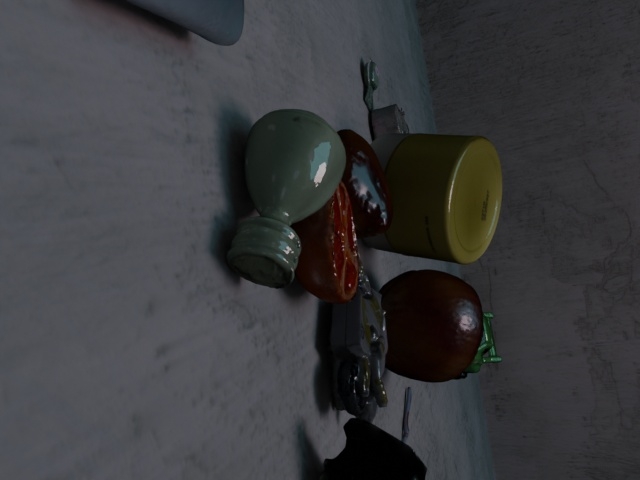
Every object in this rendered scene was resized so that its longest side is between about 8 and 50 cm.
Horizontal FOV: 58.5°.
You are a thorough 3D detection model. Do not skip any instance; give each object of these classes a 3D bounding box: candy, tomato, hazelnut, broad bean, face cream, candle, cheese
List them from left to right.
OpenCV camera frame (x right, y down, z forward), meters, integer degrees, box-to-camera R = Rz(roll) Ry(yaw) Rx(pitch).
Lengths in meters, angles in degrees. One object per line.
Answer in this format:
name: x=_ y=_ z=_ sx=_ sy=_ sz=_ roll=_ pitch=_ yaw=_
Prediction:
candy: x=-0.117 y=-0.231 z=0.435 sx=0.174 sy=0.071 sz=0.138 roll=-23 pitch=102 yaw=-73
tomato: x=0.000 y=0.000 z=0.675 sx=0.155 sy=0.069 sz=0.155 roll=-4 pitch=90 yaw=-77
broad bean: x=0.054 y=-0.087 z=0.868 sx=0.165 sy=0.084 sz=0.114 roll=69 pitch=23 yaw=-13
cheese: x=0.112 y=-0.349 z=1.268 sx=0.067 sy=0.026 sz=0.120 roll=43 pitch=49 yaw=-63
candle: x=0.171 y=-0.221 z=1.316 sx=0.192 sy=0.068 sz=0.168 roll=2 pitch=78 yaw=-72
hazelnut: x=0.167 y=0.137 z=0.966 sx=0.208 sy=0.208 sz=0.208 roll=-10 pitch=90 yaw=-72
face cream: x=0.191 y=-0.076 z=1.000 sx=0.218 sy=0.179 sz=0.218 roll=-15 pitch=109 yaw=-49

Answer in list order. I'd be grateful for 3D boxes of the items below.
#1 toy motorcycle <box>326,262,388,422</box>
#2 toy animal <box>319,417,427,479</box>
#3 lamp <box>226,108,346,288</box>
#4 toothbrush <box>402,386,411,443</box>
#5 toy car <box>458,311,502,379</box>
toy motorcycle: x=0.054 y=0.133 z=0.771 sx=0.152 sy=0.073 sz=0.225 roll=59 pitch=27 yaw=-54
toy animal: x=0.047 y=0.304 z=0.585 sx=0.166 sy=0.138 sz=0.179 roll=49 pitch=39 yaw=-23
lamp: x=-0.036 y=-0.049 z=0.560 sx=0.106 sy=0.106 sz=0.193 roll=61 pitch=35 yaw=-46
toothbrush: x=0.166 y=0.350 z=1.092 sx=0.193 sy=0.019 sz=0.013 roll=-73 pitch=148 yaw=-58
toy car: x=0.358 y=0.243 z=1.477 sx=0.359 sy=0.176 sz=0.213 roll=39 pitch=43 yaw=-63
